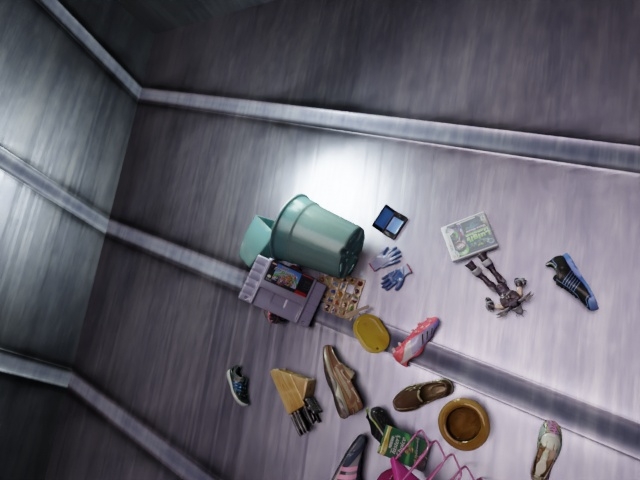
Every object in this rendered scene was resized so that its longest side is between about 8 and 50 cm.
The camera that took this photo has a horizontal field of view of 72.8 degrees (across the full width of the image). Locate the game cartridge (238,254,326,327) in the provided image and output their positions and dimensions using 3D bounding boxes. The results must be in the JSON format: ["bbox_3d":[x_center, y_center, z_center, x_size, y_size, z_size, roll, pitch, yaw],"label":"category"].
[{"bbox_3d":[-0.174,0.234,2.021,0.355,0.068,0.230,25,91,-8],"label":"game cartridge"}]

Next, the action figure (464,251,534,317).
[{"bbox_3d":[0.698,0.177,1.695,0.185,0.099,0.285,-36,66,6],"label":"action figure"}]

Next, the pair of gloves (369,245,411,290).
[{"bbox_3d":[0.316,0.128,1.946,0.159,0.023,0.198,-37,61,15],"label":"pair of gloves"}]

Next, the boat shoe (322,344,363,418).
[{"bbox_3d":[0.092,0.601,1.884,0.117,0.123,0.324,-13,56,-12],"label":"boat shoe"}]

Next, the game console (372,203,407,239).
[{"bbox_3d":[0.316,-0.084,1.978,0.107,0.071,0.122,35,93,31],"label":"game console"}]

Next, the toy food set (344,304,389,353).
[{"bbox_3d":[0.211,0.397,1.902,0.128,0.071,0.217,-27,64,-8],"label":"toy food set"}]

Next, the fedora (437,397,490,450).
[{"bbox_3d":[0.543,0.686,1.631,0.195,0.079,0.194,-7,76,31],"label":"fedora"}]

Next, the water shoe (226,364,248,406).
[{"bbox_3d":[-0.392,0.705,2.115,0.080,0.073,0.203,-39,62,10],"label":"water shoe"}]

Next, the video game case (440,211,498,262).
[{"bbox_3d":[0.618,-0.016,1.811,0.191,0.022,0.173,-23,55,20],"label":"video game case"}]

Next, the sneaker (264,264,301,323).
[{"bbox_3d":[-0.195,0.253,2.125,0.112,0.121,0.299,10,71,58],"label":"sneaker"}]

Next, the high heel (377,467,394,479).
[{"bbox_3d":[0.260,0.992,1.554,0.181,0.127,0.377,-56,15,11],"label":"high heel"}]

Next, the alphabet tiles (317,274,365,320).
[{"bbox_3d":[0.076,0.248,2.043,0.237,0.009,0.198,16,84,30],"label":"alphabet tiles"}]

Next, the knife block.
[{"bbox_3d":[-0.120,0.727,1.957,0.276,0.088,0.241,9,79,29],"label":"knife block"}]

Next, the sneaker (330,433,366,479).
[{"bbox_3d":[0.132,0.952,1.767,0.131,0.112,0.318,28,92,14],"label":"sneaker"}]

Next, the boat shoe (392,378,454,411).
[{"bbox_3d":[0.394,0.610,1.721,0.258,0.095,0.095,-31,64,17],"label":"boat shoe"}]

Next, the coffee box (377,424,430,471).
[{"bbox_3d":[0.323,0.801,1.674,0.184,0.040,0.113,24,72,1],"label":"coffee box"}]

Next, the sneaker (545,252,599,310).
[{"bbox_3d":[0.921,0.161,1.593,0.091,0.081,0.232,-29,57,20],"label":"sneaker"}]

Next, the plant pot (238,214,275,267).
[{"bbox_3d":[-0.296,0.024,2.218,0.166,0.166,0.234,42,104,30],"label":"plant pot"}]

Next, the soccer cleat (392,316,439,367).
[{"bbox_3d":[0.405,0.416,1.793,0.248,0.083,0.095,-43,90,5],"label":"soccer cleat"}]

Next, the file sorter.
[{"bbox_3d":[0.423,0.845,1.526,0.291,0.202,0.182,40,90,5],"label":"file sorter"}]

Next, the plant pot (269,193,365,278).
[{"bbox_3d":[0.000,0.000,1.989,0.334,0.341,0.340,24,87,23],"label":"plant pot"}]

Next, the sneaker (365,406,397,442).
[{"bbox_3d":[0.261,0.788,1.765,0.097,0.084,0.234,-52,57,45],"label":"sneaker"}]

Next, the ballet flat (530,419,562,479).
[{"bbox_3d":[0.778,0.734,1.495,0.077,0.079,0.221,17,84,31],"label":"ballet flat"}]
